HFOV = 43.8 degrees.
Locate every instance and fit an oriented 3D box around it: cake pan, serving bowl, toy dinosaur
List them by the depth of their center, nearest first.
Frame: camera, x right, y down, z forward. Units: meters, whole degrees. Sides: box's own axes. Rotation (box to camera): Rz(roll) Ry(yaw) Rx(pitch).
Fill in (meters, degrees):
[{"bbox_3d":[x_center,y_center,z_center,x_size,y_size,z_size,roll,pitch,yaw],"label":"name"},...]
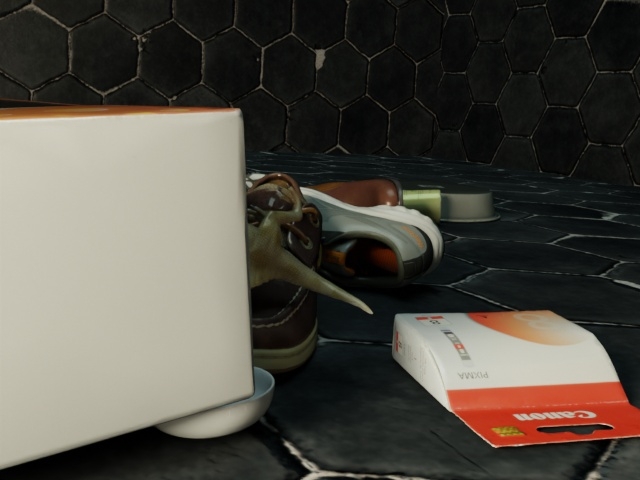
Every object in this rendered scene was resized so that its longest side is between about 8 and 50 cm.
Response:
[{"bbox_3d":[-0.069,0.101,0.486,0.083,0.027,0.083,-1,9,0],"label":"serving bowl"},{"bbox_3d":[-0.047,0.003,0.600,0.183,0.053,0.093,25,47,-12],"label":"toy dinosaur"},{"bbox_3d":[0.218,-0.084,1.616,0.293,0.054,0.293,4,10,-1],"label":"cake pan"}]

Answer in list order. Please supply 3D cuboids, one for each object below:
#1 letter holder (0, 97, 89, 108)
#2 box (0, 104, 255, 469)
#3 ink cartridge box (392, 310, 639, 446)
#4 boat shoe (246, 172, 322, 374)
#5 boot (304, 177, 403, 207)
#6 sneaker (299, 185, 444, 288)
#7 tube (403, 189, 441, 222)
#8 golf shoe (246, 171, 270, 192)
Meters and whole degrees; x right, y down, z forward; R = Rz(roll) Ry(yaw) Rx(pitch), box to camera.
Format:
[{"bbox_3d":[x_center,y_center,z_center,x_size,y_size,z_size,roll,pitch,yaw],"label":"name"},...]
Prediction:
[{"bbox_3d":[-0.345,-0.126,1.212,0.302,0.152,0.214,11,8,35],"label":"letter holder"},{"bbox_3d":[-0.237,0.018,0.419,0.345,0.168,0.215,-9,13,-36],"label":"box"},{"bbox_3d":[0.148,0.092,0.582,0.145,0.045,0.179,0,8,-16],"label":"ink cartridge box"},{"bbox_3d":[-0.054,0.009,0.714,0.123,0.123,0.342,4,16,5],"label":"boat shoe"},{"bbox_3d":[-0.035,-0.056,1.234,0.280,0.096,0.264,-1,11,-22],"label":"boot"},{"bbox_3d":[0.000,0.000,0.921,0.271,0.100,0.108,6,20,23],"label":"sneaker"},{"bbox_3d":[0.097,-0.062,1.441,0.240,0.062,0.070,0,-31,7],"label":"tube"},{"bbox_3d":[-0.144,-0.077,1.438,0.198,0.077,0.094,4,33,-23],"label":"golf shoe"}]
